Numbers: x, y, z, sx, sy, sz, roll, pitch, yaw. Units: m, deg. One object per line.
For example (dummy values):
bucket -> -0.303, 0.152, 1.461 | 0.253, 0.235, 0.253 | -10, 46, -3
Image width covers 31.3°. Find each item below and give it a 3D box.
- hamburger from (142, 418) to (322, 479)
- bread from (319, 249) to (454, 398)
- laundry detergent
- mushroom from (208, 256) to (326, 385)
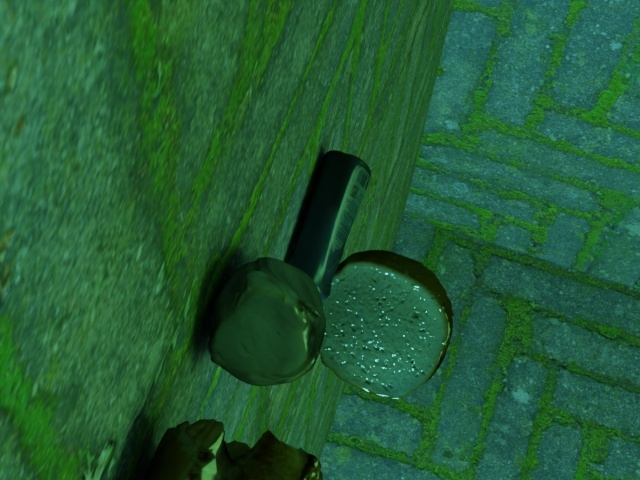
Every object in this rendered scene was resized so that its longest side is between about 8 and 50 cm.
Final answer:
hamburger -> -0.087, 0.244, 0.890 | 0.283, 0.144, 0.157 | 90, 25, -58
bread -> 0.097, 0.130, 1.795 | 0.070, 0.236, 0.236 | -57, 163, -72
laundry detergent -> 0.001, 0.001, 1.344 | 0.097, 0.061, 0.206 | 89, 19, -78
mushroom -> -0.040, 0.077, 1.041 | 0.351, 0.097, 0.109 | 71, 37, -84
